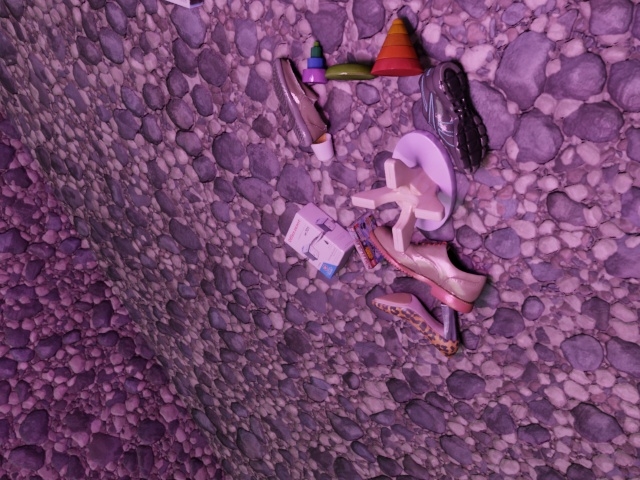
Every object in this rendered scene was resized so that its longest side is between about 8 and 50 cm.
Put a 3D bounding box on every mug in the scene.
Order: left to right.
[{"bbox_3d":[0.008,-0.257,1.917,0.062,0.078,0.064,-13,123,12],"label":"mug"}]

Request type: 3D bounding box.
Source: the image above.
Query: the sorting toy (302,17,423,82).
[{"bbox_3d":[0.091,-0.453,1.669,0.366,0.127,0.126,8,100,46],"label":"sorting toy"}]

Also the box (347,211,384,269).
[{"bbox_3d":[0.136,0.000,1.951,0.027,0.094,0.137,-11,111,45],"label":"box"}]

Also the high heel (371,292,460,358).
[{"bbox_3d":[0.272,0.251,2.007,0.261,0.093,0.186,4,115,30],"label":"high heel"}]

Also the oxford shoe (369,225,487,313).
[{"bbox_3d":[0.289,0.045,1.859,0.348,0.123,0.130,36,111,19],"label":"oxford shoe"}]

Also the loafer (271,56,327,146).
[{"bbox_3d":[-0.057,-0.378,1.870,0.251,0.088,0.094,68,164,-3],"label":"loafer"}]

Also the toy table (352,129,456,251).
[{"bbox_3d":[0.223,-0.119,1.737,0.252,0.161,0.274,1,120,42],"label":"toy table"}]

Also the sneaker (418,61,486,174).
[{"bbox_3d":[0.305,-0.280,1.612,0.106,0.101,0.267,2,114,57],"label":"sneaker"}]

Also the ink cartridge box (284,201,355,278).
[{"bbox_3d":[0.000,0.000,2.084,0.191,0.082,0.139,38,138,12],"label":"ink cartridge box"}]

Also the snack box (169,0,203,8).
[{"bbox_3d":[-0.410,-0.813,1.873,0.187,0.060,0.321,27,134,25],"label":"snack box"}]
